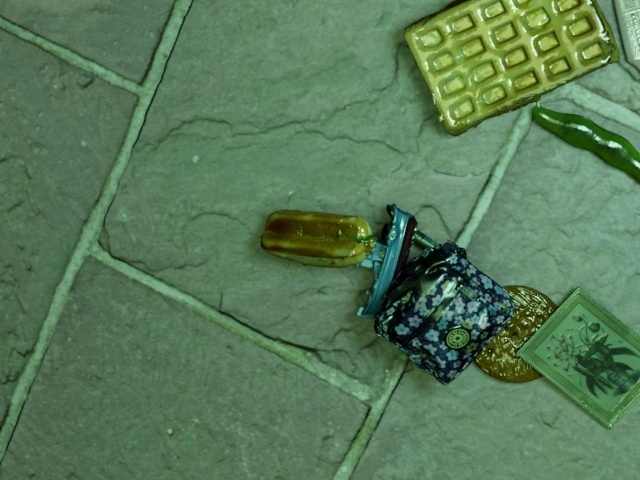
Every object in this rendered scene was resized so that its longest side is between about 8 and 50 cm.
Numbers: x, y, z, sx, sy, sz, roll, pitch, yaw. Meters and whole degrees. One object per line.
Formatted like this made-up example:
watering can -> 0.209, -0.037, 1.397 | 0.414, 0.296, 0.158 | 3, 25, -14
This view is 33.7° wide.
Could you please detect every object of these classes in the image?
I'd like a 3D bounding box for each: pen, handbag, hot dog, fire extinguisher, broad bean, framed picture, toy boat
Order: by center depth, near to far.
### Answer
pen -> 0.542, -0.359, 1.820 | 0.053, 0.032, 0.197 | -16, 95, 14
broad bean -> 0.503, -0.164, 1.857 | 0.298, 0.043, 0.060 | 33, 114, 4
handbag -> 0.216, 0.126, 1.883 | 0.208, 0.126, 0.228 | 36, 108, -22
framed picture -> 0.498, 0.215, 1.925 | 0.231, 0.010, 0.173 | 38, 103, -5
hot dog -> 0.000, 0.000, 1.939 | 0.250, 0.076, 0.104 | 4, 72, 34
toy boat -> 0.108, 0.040, 1.945 | 0.097, 0.100, 0.223 | 15, 102, 0
fire extinguisher -> 0.207, 0.015, 1.961 | 0.083, 0.025, 0.038 | 33, 142, 5

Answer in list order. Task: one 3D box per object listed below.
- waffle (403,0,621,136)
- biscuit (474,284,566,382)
waffle -> 0.328, -0.341, 1.834 | 0.328, 0.098, 0.224 | -23, 92, 20
biscuit -> 0.360, 0.175, 1.955 | 0.188, 0.027, 0.187 | 2, 100, 11
